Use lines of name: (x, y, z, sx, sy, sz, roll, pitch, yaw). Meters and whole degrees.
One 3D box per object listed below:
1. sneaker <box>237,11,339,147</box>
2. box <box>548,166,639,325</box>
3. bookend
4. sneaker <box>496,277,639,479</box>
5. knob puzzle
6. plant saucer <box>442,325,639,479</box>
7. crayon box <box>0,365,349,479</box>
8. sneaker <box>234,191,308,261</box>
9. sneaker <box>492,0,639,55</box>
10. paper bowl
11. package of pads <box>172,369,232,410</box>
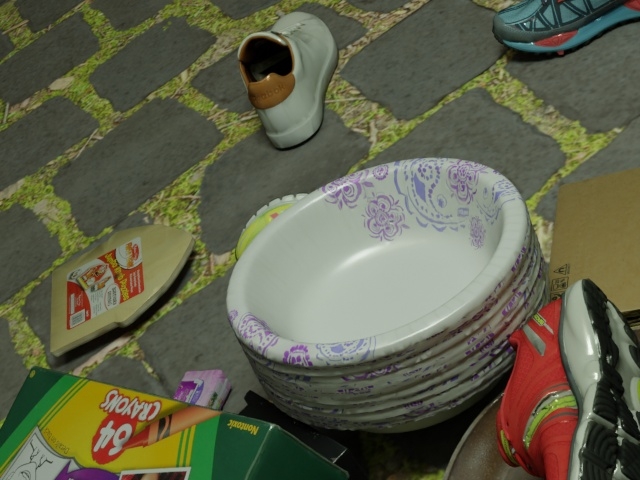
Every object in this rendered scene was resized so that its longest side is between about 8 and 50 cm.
sneaker: (-0.046, -0.250, 1.754, 0.106, 0.123, 0.290, -23, 33, 15)
box: (0.294, 0.002, 1.242, 0.164, 0.021, 0.201, -13, 37, 26)
bookend: (-0.058, 0.232, 1.175, 0.157, 0.072, 0.156, -44, 35, -18)
sneaker: (0.188, 0.153, 1.000, 0.118, 0.107, 0.279, -36, 25, 29)
knob puzzle: (-0.231, 0.049, 1.592, 0.213, 0.030, 0.213, -22, 34, 15)
plant saucer: (0.239, 0.191, 1.014, 0.310, 0.050, 0.310, -20, 35, 15)
crayon box: (-0.185, 0.282, 1.086, 0.363, 0.106, 0.313, 4, 62, 49)
sneaker: (0.000, 0.000, 1.427, 0.208, 0.081, 0.094, -17, 38, 20)
sneaker: (0.313, -0.309, 1.539, 0.262, 0.125, 0.104, -19, 34, 17)
paper bowl: (0.068, 0.062, 1.213, 0.284, 0.148, 0.284, -16, 32, 10)
package of pads: (-0.128, 0.171, 1.349, 0.050, 0.032, 0.083, -7, 40, 30)
